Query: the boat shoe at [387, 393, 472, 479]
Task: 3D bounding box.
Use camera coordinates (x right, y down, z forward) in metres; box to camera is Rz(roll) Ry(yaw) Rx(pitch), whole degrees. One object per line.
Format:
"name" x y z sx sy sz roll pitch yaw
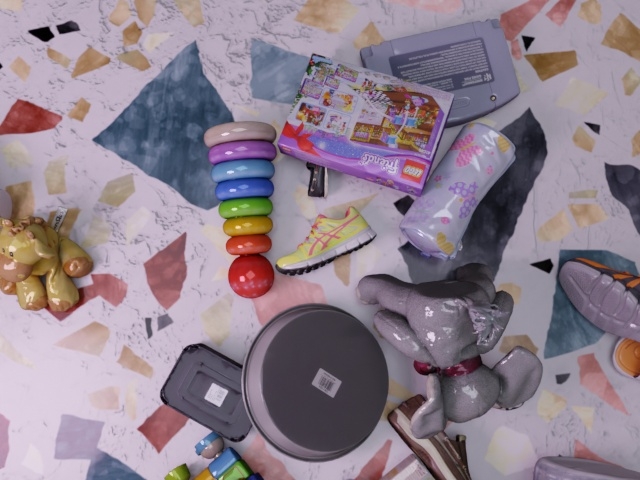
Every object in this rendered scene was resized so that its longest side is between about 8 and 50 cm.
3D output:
"boat shoe" 0.242 0.401 1.238 0.095 0.095 0.257 -39 85 -12

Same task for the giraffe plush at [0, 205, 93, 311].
"giraffe plush" -0.533 0.024 1.224 0.181 0.170 0.211 4 82 -1

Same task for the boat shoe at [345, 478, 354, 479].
"boat shoe" 0.100 0.527 1.234 0.083 0.065 0.184 -14 90 -5

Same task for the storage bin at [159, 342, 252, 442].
"storage bin" -0.194 0.283 1.244 0.180 0.084 0.122 28 82 3

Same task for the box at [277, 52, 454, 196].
"box" 0.087 -0.224 1.276 0.293 0.057 0.201 19 79 9

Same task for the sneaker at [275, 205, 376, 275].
"sneaker" 0.000 0.000 1.293 0.208 0.081 0.094 -24 83 -16

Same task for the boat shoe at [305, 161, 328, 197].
"boat shoe" -0.007 -0.152 1.323 0.041 0.049 0.133 1 87 -10

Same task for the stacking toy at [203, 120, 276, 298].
"stacking toy" -0.139 -0.054 1.273 0.141 0.141 0.331 -6 87 -2

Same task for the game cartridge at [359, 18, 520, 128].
"game cartridge" 0.245 -0.330 1.354 0.297 0.062 0.198 -13 87 -3

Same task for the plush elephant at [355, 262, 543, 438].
"plush elephant" 0.239 0.203 1.190 0.271 0.330 0.256 -7 103 -12

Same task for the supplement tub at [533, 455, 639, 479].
"supplement tub" 0.469 0.570 1.164 0.207 0.207 0.338 8 82 -1

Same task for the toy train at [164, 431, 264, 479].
"toy train" -0.239 0.477 1.214 0.248 0.105 0.143 -40 75 -6

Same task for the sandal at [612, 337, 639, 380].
"sandal" 0.705 0.245 1.278 0.265 0.076 0.102 18 82 1

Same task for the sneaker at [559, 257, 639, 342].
"sneaker" 0.637 0.106 1.285 0.321 0.125 0.180 35 57 19

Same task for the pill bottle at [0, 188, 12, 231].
"pill bottle" -0.757 -0.089 1.228 0.322 0.181 0.182 20 82 0

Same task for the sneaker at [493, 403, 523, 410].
"sneaker" 0.342 0.309 1.277 0.109 0.044 0.040 2 80 -3

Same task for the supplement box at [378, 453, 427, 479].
"supplement box" 0.149 0.449 1.243 0.098 0.062 0.036 -37 84 -5

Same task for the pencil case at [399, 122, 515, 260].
"pencil case" 0.267 -0.096 1.289 0.124 0.113 0.273 27 80 31

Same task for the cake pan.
"cake pan" 0.003 0.258 1.220 0.293 0.054 0.294 5 76 -20
